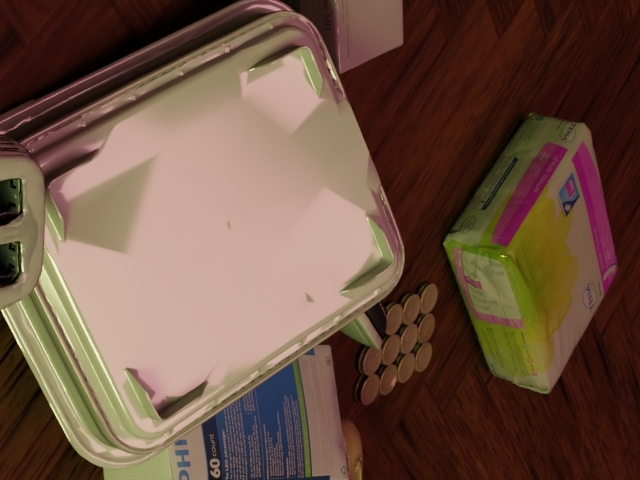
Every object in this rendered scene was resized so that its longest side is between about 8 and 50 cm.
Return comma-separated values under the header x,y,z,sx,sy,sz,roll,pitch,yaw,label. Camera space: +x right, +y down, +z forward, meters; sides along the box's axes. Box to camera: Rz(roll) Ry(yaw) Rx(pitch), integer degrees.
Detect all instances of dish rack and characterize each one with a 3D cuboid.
x,y,z,sx,sy,sz,roll,pitch,yaw,label
-0.082,-0.011,0.974,0.332,0.072,0.286,-33,109,-29,dish rack

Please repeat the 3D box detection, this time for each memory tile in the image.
x,y,z,sx,sy,sz,roll,pitch,yaw,label
0.087,0.116,1.449,0.148,0.012,0.113,-24,123,-49,memory tile

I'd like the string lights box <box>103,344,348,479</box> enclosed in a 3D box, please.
x,y,z,sx,sy,sz,roll,pitch,yaw,label
-0.080,0.157,1.127,0.259,0.076,0.133,12,67,-56,string lights box

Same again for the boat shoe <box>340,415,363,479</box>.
x,y,z,sx,sy,sz,roll,pitch,yaw,label
-0.003,0.352,1.326,0.110,0.121,0.341,-13,113,-51,boat shoe

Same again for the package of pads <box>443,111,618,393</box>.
x,y,z,sx,sy,sz,roll,pitch,yaw,label
0.270,0.025,1.593,0.229,0.101,0.297,-55,142,-26,package of pads

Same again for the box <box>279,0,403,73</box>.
x,y,z,sx,sy,sz,roll,pitch,yaw,label
0.012,-0.213,1.129,0.102,0.087,0.101,-32,129,-44,box

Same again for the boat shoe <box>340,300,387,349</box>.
x,y,z,sx,sy,sz,roll,pitch,yaw,label
0.000,0.000,1.184,0.091,0.114,0.302,-56,144,-15,boat shoe

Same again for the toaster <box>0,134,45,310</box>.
x,y,z,sx,sy,sz,roll,pitch,yaw,label
-0.267,-0.013,0.765,0.227,0.146,0.129,-16,118,-52,toaster

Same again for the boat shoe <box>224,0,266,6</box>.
x,y,z,sx,sy,sz,roll,pitch,yaw,label
-0.091,-0.269,0.988,0.079,0.084,0.233,-21,137,-7,boat shoe
